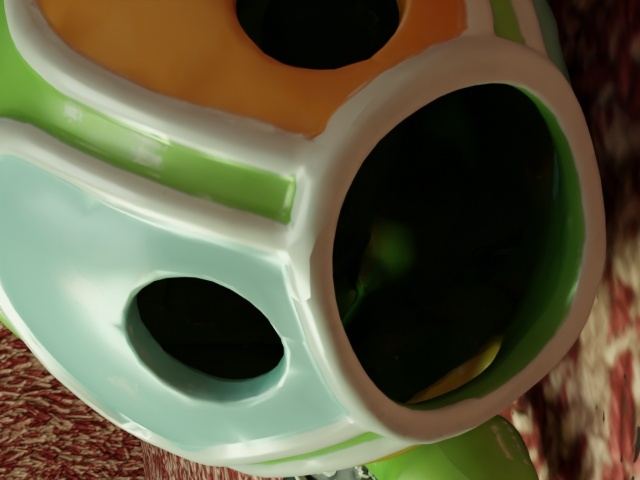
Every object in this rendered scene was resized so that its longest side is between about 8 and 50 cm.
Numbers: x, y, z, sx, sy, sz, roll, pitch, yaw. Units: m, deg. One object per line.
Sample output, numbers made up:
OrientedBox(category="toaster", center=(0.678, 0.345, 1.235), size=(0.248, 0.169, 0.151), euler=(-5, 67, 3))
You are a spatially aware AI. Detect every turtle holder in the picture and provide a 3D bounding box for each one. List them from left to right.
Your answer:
OrientedBox(category="turtle holder", center=(-0.015, -0.002, 0.506), size=(0.227, 0.243, 0.320), euler=(31, 124, 49))

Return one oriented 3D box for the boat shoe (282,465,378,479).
OrientedBox(category="boat shoe", center=(0.017, 0.158, 0.806), size=(0.114, 0.091, 0.302), euler=(-129, 31, -62))
